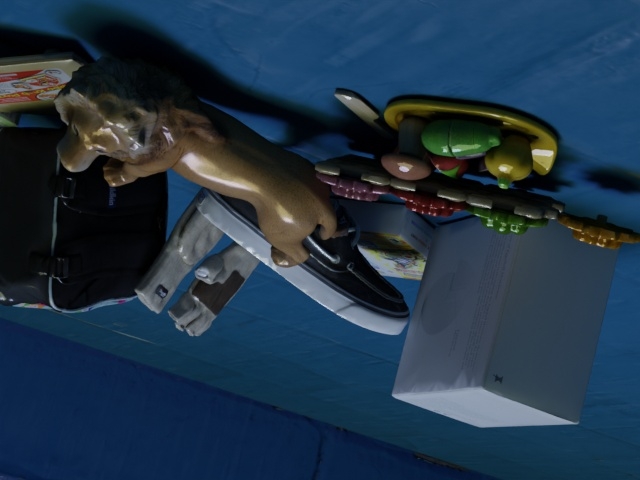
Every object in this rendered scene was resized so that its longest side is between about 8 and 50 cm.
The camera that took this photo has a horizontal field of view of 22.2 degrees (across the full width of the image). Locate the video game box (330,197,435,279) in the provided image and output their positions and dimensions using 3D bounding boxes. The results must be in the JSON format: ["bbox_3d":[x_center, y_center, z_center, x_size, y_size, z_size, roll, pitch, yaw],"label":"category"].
[{"bbox_3d":[0.058,-0.002,2.076,0.205,0.048,0.187,6,165,33],"label":"video game box"}]

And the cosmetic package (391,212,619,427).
[{"bbox_3d":[0.215,0.092,1.902,0.138,0.224,0.224,20,166,-19],"label":"cosmetic package"}]

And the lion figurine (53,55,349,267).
[{"bbox_3d":[-0.105,-0.083,1.735,0.392,0.142,0.240,18,168,-19],"label":"lion figurine"}]

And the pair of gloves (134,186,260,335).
[{"bbox_3d":[-0.140,0.016,2.060,0.042,0.204,0.240,35,176,23],"label":"pair of gloves"}]

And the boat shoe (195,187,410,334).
[{"bbox_3d":[0.000,0.000,1.943,0.301,0.102,0.108,36,-165,-12],"label":"boat shoe"}]

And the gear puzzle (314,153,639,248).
[{"bbox_3d":[0.167,-0.033,1.707,0.339,0.044,0.175,13,-171,11],"label":"gear puzzle"}]

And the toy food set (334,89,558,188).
[{"bbox_3d":[0.124,-0.085,1.620,0.218,0.071,0.128,9,165,26],"label":"toy food set"}]

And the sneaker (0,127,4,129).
[{"bbox_3d":[-0.412,-0.093,2.009,0.080,0.094,0.212,-2,-178,4],"label":"sneaker"}]

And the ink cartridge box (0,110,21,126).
[{"bbox_3d":[-0.482,-0.186,1.912,0.235,0.056,0.171,0,161,40],"label":"ink cartridge box"}]

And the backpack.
[{"bbox_3d":[-0.295,-0.029,1.949,0.191,0.225,0.253,7,-173,32],"label":"backpack"}]

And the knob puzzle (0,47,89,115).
[{"bbox_3d":[-0.317,-0.176,1.794,0.213,0.030,0.213,-2,168,0],"label":"knob puzzle"}]
